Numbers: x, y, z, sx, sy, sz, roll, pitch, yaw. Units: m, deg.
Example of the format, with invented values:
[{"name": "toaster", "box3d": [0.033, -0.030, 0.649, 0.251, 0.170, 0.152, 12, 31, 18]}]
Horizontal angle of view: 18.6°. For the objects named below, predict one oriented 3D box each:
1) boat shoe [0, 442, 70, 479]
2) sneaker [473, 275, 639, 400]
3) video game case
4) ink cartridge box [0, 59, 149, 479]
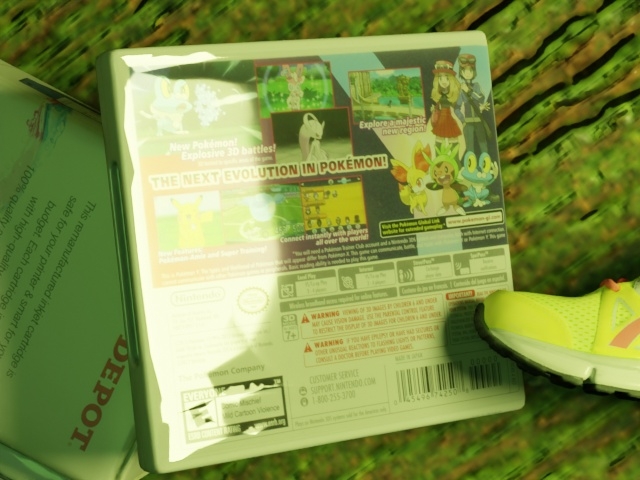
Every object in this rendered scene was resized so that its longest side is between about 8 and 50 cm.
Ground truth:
[{"name": "boat shoe", "box3d": [-0.192, 0.120, 0.975, 0.183, 0.065, 0.083, 20, 97, 16]}, {"name": "sneaker", "box3d": [0.176, 0.031, 0.899, 0.208, 0.081, 0.094, 5, 87, 3]}, {"name": "video game case", "box3d": [0.000, 0.000, 0.890, 0.201, 0.023, 0.183, -6, 91, -31]}, {"name": "ink cartridge box", "box3d": [-0.148, 0.005, 0.946, 0.212, 0.093, 0.154, 27, 97, 10]}]
